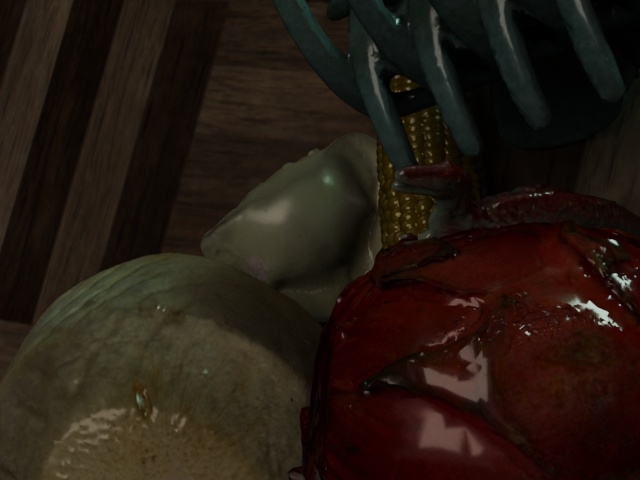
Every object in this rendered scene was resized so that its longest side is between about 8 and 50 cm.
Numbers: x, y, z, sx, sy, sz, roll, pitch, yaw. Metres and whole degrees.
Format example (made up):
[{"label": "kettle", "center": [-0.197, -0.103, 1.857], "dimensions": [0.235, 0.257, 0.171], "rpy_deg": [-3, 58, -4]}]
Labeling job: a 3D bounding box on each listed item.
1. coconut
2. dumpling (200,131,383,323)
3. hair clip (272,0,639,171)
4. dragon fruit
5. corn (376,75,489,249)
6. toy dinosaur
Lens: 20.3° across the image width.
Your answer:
[{"label": "coconut", "center": [-0.105, 0.160, 1.382], "dimensions": [0.328, 0.329, 0.329], "rpy_deg": [-12, 66, 30]}, {"label": "dumpling", "center": [0.002, -0.001, 1.472], "dimensions": [0.169, 0.100, 0.134], "rpy_deg": [-34, 83, -27]}, {"label": "hair clip", "center": [0.157, -0.192, 1.261], "dimensions": [0.318, 0.238, 0.392], "rpy_deg": [-19, 101, 39]}, {"label": "dragon fruit", "center": [0.135, 0.123, 1.190], "dimensions": [0.301, 0.295, 0.296], "rpy_deg": [8, 74, -4]}, {"label": "corn", "center": [0.090, -0.057, 1.435], "dimensions": [0.091, 0.091, 0.260], "rpy_deg": [-13, 61, 19]}, {"label": "toy dinosaur", "center": [0.162, -0.015, 1.287], "dimensions": [0.242, 0.167, 0.053], "rpy_deg": [-5, 57, -9]}]
